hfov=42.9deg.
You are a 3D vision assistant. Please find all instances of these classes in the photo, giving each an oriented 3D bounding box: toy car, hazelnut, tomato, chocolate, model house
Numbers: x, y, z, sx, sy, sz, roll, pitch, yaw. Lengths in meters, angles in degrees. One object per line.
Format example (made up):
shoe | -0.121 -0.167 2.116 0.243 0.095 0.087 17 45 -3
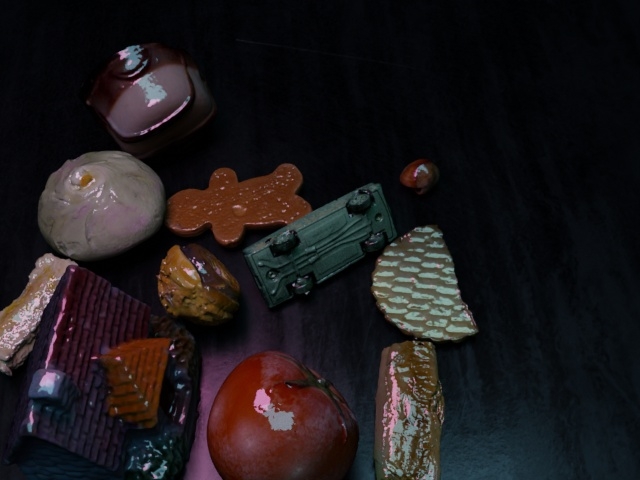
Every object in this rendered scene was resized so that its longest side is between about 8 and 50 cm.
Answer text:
toy car | 0.000 0.000 1.666 0.320 0.141 0.097 -29 27 -14
hazelnut | 0.217 -0.141 1.784 0.086 0.086 0.086 -1 57 2
tomato | -0.070 0.330 1.388 0.264 0.265 0.265 -1 57 2
chocolate | -0.372 -0.286 1.810 0.283 0.284 0.186 -20 72 -10
model house | -0.389 0.223 1.424 0.297 0.339 0.360 2 57 6

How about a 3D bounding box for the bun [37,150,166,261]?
bun | -0.469 -0.097 1.706 0.283 0.179 0.283 -8 43 7

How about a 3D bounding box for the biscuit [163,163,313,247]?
biscuit | -0.184 -0.073 1.774 0.323 0.049 0.206 -11 56 -5

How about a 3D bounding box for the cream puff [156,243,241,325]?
cream puff | -0.244 0.095 1.594 0.129 0.189 0.189 -46 63 5

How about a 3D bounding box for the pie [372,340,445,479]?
pie | 0.162 0.321 1.486 0.128 0.068 0.283 1 58 5

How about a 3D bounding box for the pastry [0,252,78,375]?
pastry | -0.580 0.144 1.630 0.121 0.089 0.258 26 61 13

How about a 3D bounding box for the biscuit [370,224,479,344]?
biscuit | 0.195 0.096 1.650 0.187 0.036 0.274 -10 57 -3
